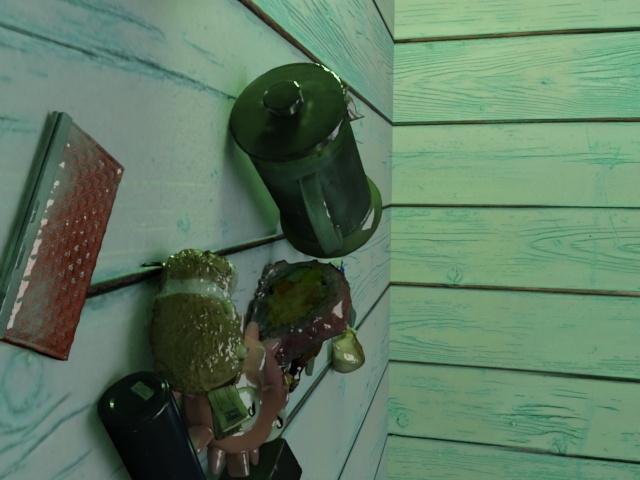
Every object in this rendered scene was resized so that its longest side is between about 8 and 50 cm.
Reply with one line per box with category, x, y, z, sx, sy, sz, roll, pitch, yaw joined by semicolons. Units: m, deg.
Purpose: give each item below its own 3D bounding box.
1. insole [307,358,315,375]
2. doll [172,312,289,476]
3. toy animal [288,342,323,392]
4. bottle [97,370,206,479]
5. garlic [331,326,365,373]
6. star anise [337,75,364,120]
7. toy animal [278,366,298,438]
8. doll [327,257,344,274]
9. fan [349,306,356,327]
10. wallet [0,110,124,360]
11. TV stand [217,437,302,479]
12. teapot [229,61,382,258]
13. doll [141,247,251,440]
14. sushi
insole;-0.015;0.232;1.413;0.063;0.010;0.191;66;29;-59
doll;-0.119;0.205;0.788;0.262;0.093;0.211;40;50;-51
toy animal;-0.044;0.219;1.161;0.188;0.089;0.179;58;51;-76
bottle;-0.172;0.252;0.642;0.082;0.072;0.244;-32;132;-29
garlic;0.066;0.310;1.644;0.198;0.091;0.128;10;67;-70
star anise;-0.009;-0.266;1.228;0.227;0.148;0.218;-49;-178;-28
toy animal;-0.092;0.339;1.017;0.275;0.054;0.148;-47;134;-66
doll;0.019;0.089;1.431;0.095;0.070;0.195;-60;169;13
fan;0.084;0.198;1.796;0.282;0.023;0.057;68;36;-59
wallet;-0.224;-0.001;0.507;0.103;0.020;0.196;59;35;-64
TV stand;-0.115;0.402;0.783;0.269;0.083;0.088;-63;144;-44
teapot;-0.013;-0.107;0.964;0.337;0.201;0.270;64;13;-59
doll;-0.134;0.114;0.660;0.105;0.115;0.221;-44;-124;53
sushi;-0.031;0.135;1.016;0.241;0.162;0.107;-73;161;-50
